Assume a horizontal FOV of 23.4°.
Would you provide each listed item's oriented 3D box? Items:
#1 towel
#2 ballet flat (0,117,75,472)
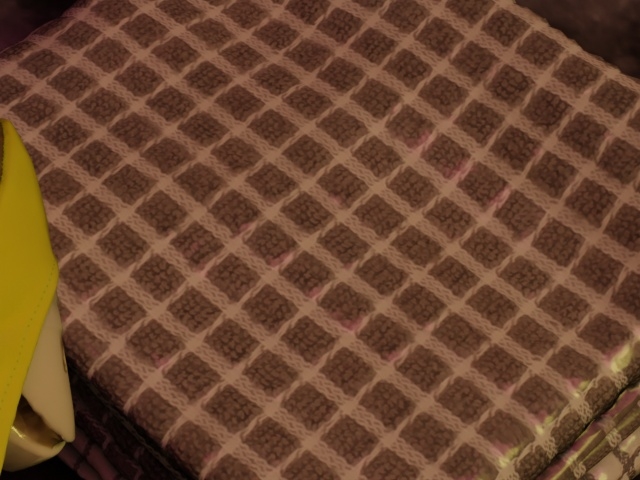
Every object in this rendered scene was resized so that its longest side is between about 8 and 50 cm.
[{"bbox_3d":[0.000,0.000,0.575,0.283,0.121,0.235,37,61,24],"label":"towel"},{"bbox_3d":[-0.111,0.060,0.444,0.077,0.077,0.231,40,35,-28],"label":"ballet flat"}]
